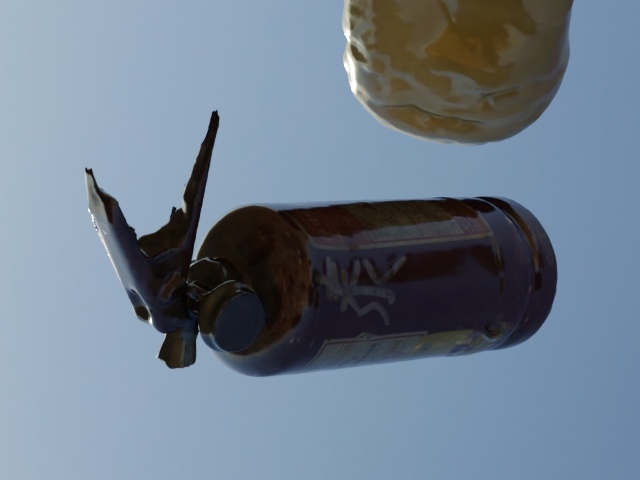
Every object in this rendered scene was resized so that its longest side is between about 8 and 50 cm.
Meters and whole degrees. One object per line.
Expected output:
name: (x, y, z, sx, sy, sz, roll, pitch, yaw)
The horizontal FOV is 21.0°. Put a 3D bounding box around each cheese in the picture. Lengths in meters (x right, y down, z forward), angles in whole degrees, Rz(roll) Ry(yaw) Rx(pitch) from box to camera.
cheese: (0.065, -0.169, 0.866, 0.117, 0.226, 0.214, 2, -133, -1)

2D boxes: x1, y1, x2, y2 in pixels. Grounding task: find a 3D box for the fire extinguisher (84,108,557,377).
fire extinguisher: (-0.005, 0.003, 0.735, 0.075, 0.252, 0.106, -5, -92, 46)
